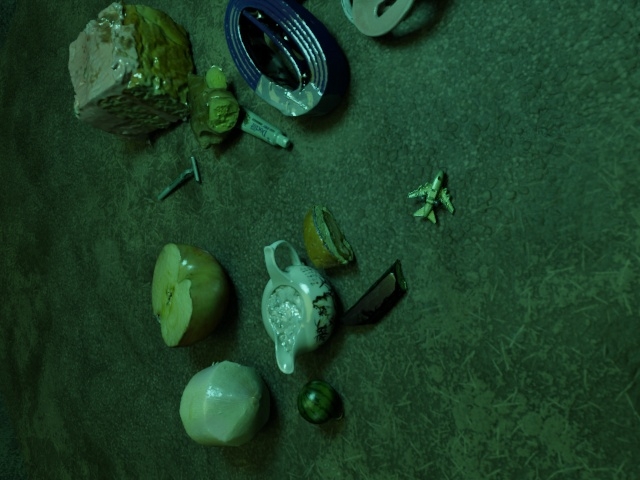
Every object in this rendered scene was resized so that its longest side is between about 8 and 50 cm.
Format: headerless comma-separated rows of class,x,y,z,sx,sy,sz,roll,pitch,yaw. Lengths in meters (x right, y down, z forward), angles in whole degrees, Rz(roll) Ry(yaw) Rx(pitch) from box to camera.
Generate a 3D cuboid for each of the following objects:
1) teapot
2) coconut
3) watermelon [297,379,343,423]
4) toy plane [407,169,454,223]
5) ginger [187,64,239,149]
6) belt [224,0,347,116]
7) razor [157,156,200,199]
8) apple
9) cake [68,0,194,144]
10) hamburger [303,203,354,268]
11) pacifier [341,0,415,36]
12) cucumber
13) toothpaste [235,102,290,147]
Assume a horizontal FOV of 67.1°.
teapot,-0.067,0.148,1.160,0.208,0.165,0.300,-20,86,47
coconut,-0.233,0.419,1.240,0.233,0.224,0.225,-35,68,32
watermelon,-0.005,0.384,1.135,0.108,0.108,0.109,-2,87,37
toy plane,0.236,-0.094,1.009,0.102,0.040,0.111,21,103,16
ginger,-0.321,-0.396,1.398,0.219,0.123,0.270,-65,35,35
belt,-0.090,-0.454,1.172,0.212,0.117,0.347,-44,79,30
razor,-0.461,-0.182,1.539,0.211,0.035,0.084,-27,70,32
apple,-0.355,0.156,1.366,0.251,0.163,0.293,-57,45,32
cake,-0.585,-0.517,1.493,0.306,0.293,0.315,-18,71,33
hamburger,-0.002,0.007,1.154,0.102,0.087,0.176,-40,68,27
pacifier,0.109,-0.606,1.024,0.220,0.273,0.333,-13,81,19
cucumber,0.118,0.142,1.087,0.070,0.046,0.220,49,115,19
toothpaste,-0.168,-0.309,1.327,0.255,0.037,0.067,36,114,36
